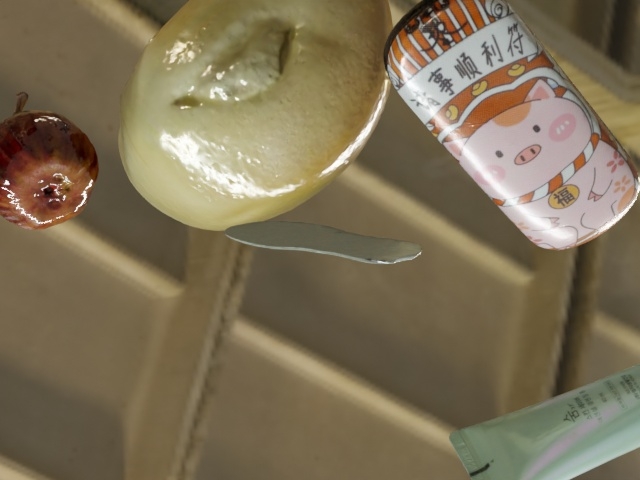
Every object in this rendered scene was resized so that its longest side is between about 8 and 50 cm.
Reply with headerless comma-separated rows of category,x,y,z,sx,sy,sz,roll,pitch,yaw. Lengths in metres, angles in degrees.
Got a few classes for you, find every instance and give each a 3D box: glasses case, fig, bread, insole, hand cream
glasses case,0.147,-0.087,1.108,0.267,0.103,0.067,42,-163,-38
fig,-0.299,-0.086,1.521,0.150,0.128,0.128,55,-139,4
bread,-0.068,-0.163,1.692,0.348,0.376,0.253,-43,-88,-10
insole,0.000,0.000,1.197,0.065,0.197,0.004,-22,-67,-46
hand cream,0.193,0.120,0.999,0.050,0.205,0.078,74,172,-45
